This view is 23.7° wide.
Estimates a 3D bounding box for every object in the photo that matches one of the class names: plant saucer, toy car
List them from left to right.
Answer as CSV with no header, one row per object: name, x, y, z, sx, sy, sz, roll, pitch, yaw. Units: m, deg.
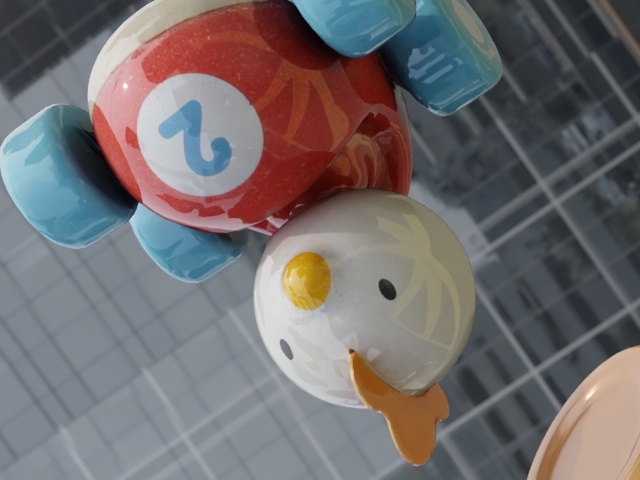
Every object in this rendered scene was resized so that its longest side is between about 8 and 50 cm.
toy car,0.000,0.000,0.765,0.210,0.219,0.238,21,-140,-59
plant saucer,0.197,0.149,1.045,0.037,0.200,0.200,32,-167,-10
